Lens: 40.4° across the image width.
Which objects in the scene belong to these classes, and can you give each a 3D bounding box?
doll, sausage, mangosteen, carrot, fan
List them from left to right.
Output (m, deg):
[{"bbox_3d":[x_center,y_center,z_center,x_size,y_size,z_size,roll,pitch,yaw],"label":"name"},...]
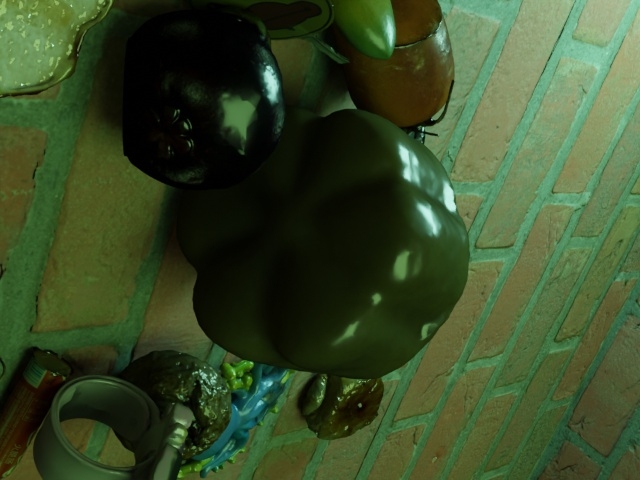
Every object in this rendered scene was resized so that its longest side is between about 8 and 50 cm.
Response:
[{"bbox_3d":[-0.512,0.307,1.467,0.083,0.083,0.264,18,108,-51],"label":"sausage"},{"bbox_3d":[-0.176,-0.214,1.275,0.233,0.287,0.287,-4,127,-11],"label":"mangosteen"},{"bbox_3d":[-0.189,0.350,1.834,0.341,0.099,0.346,-23,142,-48],"label":"doll"},{"bbox_3d":[-0.064,-0.333,1.300,0.335,0.229,0.011,22,71,-49],"label":"fan"},{"bbox_3d":[0.143,-0.306,1.537,0.331,0.214,0.193,75,33,-50],"label":"carrot"}]

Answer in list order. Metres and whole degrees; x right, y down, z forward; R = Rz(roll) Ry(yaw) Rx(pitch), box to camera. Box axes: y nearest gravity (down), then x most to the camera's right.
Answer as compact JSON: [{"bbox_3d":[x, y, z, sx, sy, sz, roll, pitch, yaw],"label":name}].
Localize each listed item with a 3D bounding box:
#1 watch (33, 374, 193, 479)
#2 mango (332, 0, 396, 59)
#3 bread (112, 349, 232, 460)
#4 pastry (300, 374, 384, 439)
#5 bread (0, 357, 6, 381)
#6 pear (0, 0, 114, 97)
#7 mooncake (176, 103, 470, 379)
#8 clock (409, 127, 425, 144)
[{"bbox_3d":[-0.339,0.332,1.414,0.231,0.244,0.196,27,118,-14],"label":"watch"},{"bbox_3d":[0.049,-0.395,1.362,0.137,0.237,0.091,9,148,-39],"label":"mango"},{"bbox_3d":[-0.280,0.314,1.608,0.230,0.123,0.230,-2,115,-3],"label":"bread"},{"bbox_3d":[0.059,0.383,2.096,0.218,0.100,0.229,-51,141,-1],"label":"pastry"},{"bbox_3d":[-0.573,0.197,1.255,0.224,0.142,0.212,-20,136,-33],"label":"bread"},{"bbox_3d":[-0.422,-0.337,0.935,0.340,0.191,0.386,-58,147,-7],"label":"pear"},{"bbox_3d":[0.000,0.000,1.435,0.467,0.467,0.262,-54,145,2],"label":"mooncake"},{"bbox_3d":[0.135,-0.184,1.762,0.184,0.040,0.184,-28,137,-30],"label":"clock"}]
